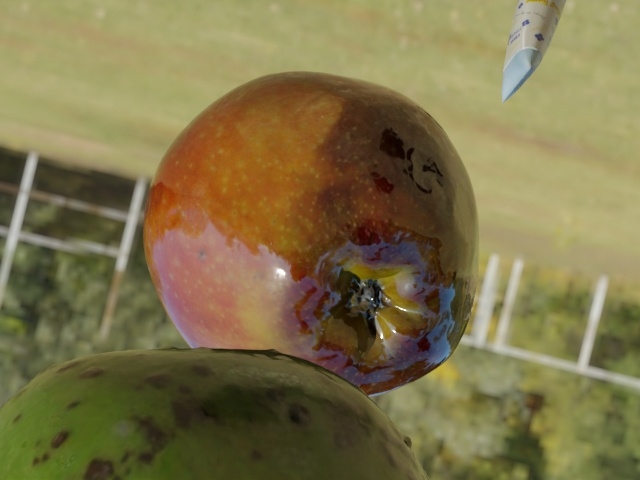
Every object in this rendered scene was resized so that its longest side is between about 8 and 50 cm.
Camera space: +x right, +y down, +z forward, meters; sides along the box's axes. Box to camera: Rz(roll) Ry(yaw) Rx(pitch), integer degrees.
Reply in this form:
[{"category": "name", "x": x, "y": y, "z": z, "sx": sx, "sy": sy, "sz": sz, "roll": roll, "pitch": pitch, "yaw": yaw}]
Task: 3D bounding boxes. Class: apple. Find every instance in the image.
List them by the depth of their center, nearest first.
[{"category": "apple", "x": 0.000, "y": 0.000, "z": 1.317, "sx": 0.230, "sy": 0.230, "sz": 0.230, "roll": 14, "pitch": 180, "yaw": 0}]

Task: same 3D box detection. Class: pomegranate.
[{"category": "pomegranate", "x": -0.068, "y": 0.167, "z": 0.891, "sx": 0.254, "sy": 0.254, "sz": 0.270, "roll": 14, "pitch": 174, "yaw": -34}]

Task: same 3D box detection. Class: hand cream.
[{"category": "hand cream", "x": 0.194, "y": -0.204, "z": 1.779, "sx": 0.043, "sy": 0.170, "sz": 0.065, "roll": 24, "pitch": 149, "yaw": -6}]
